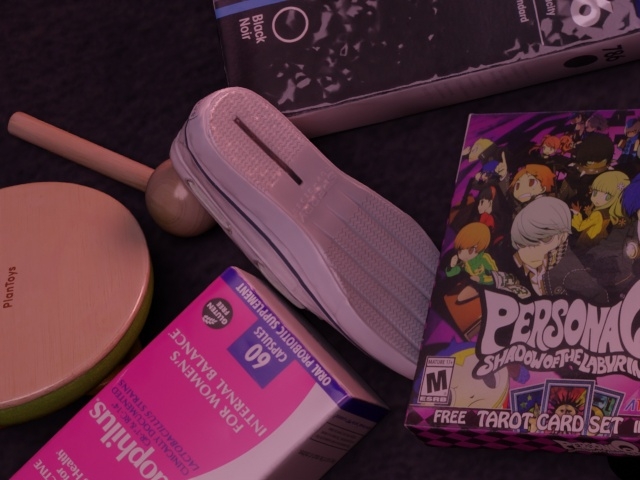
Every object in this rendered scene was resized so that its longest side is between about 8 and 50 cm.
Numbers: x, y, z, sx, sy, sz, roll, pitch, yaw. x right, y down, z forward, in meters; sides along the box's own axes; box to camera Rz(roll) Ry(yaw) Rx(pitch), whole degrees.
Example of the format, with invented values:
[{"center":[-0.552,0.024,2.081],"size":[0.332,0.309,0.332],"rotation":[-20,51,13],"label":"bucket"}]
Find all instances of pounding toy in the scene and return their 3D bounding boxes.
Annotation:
[{"center":[-0.169,0.046,1.266],"size":[0.183,0.110,0.237],"rotation":[13,53,27],"label":"pounding toy"}]

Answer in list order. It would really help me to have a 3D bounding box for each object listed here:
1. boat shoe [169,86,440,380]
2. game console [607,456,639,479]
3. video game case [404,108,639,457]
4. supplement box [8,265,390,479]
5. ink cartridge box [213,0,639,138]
[{"center":[0.000,0.000,1.231],"size":[0.226,0.076,0.083],"rotation":[50,58,-4],"label":"boat shoe"},{"center":[0.196,0.124,1.140],"size":[0.213,0.044,0.361],"rotation":[4,68,29],"label":"game console"},{"center":[0.176,0.022,1.151],"size":[0.232,0.042,0.210],"rotation":[1,65,30],"label":"video game case"},{"center":[-0.082,0.135,1.208],"size":[0.220,0.114,0.111],"rotation":[-45,74,4],"label":"supplement box"},{"center":[0.096,-0.175,1.251],"size":[0.333,0.065,0.165],"rotation":[-13,76,10],"label":"ink cartridge box"}]
